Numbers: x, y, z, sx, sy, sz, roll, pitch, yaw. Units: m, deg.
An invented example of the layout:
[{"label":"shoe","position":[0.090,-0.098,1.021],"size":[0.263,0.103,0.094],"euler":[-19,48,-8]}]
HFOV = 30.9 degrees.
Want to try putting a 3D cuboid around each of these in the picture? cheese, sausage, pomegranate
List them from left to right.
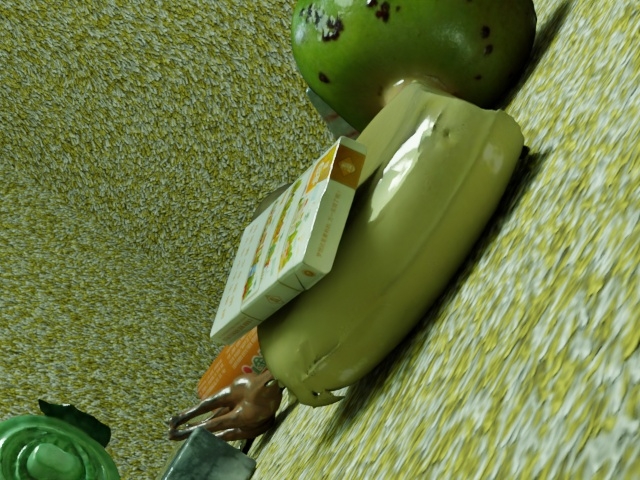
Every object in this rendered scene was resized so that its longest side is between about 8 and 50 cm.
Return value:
[{"label":"sausage","position":[-0.108,0.182,2.015],"size":[0.312,0.093,0.093],"euler":[-53,4,34]},{"label":"cheese","position":[0.046,0.004,1.015],"size":[0.316,0.128,0.259],"euler":[-60,5,10]},{"label":"pomegranate","position":[0.094,-0.228,1.356],"size":[0.291,0.291,0.323],"euler":[-53,4,49]}]

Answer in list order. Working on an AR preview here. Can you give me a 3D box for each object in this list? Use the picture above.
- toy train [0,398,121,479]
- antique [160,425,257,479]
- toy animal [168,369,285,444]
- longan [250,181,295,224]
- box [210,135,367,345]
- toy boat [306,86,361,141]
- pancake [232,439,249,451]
[{"label":"toy train","position":[-0.136,0.214,0.637],"size":[0.132,0.243,0.188],"euler":[-54,12,35]},{"label":"antique","position":[-0.160,0.319,1.333],"size":[0.183,0.086,0.088],"euler":[-59,3,-40]},{"label":"toy animal","position":[-0.081,0.185,1.406],"size":[0.230,0.066,0.224],"euler":[-22,-22,2]},{"label":"longan","position":[-0.036,-0.011,2.038],"size":[0.198,0.198,0.212],"euler":[-56,-1,12]},{"label":"box","position":[-0.032,0.006,0.990],"size":[0.220,0.032,0.122],"euler":[-40,28,59]},{"label":"toy boat","position":[0.062,-0.182,1.805],"size":[0.206,0.096,0.282],"euler":[-40,-39,-3]},{"label":"pancake","position":[-0.111,0.288,1.556],"size":[0.184,0.020,0.190],"euler":[-55,3,12]}]
